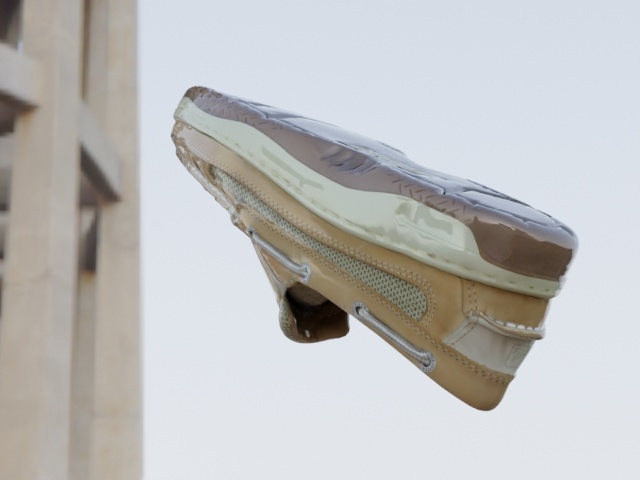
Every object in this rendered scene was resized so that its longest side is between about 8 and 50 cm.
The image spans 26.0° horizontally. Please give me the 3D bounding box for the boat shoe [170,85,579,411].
[{"bbox_3d":[0.000,0.000,0.466,0.068,0.072,0.190,9,13,-36],"label":"boat shoe"}]
